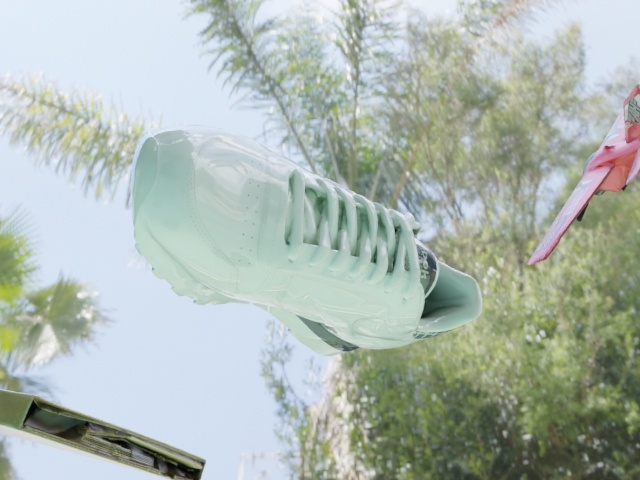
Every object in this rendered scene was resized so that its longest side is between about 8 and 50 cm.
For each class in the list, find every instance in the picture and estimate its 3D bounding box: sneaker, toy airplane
[{"bbox_3d":[0.000,0.000,0.468,0.095,0.090,0.235,-2,-18,32],"label":"sneaker"},{"bbox_3d":[0.167,-0.050,0.507,0.028,0.151,0.151,32,-58,11],"label":"toy airplane"}]

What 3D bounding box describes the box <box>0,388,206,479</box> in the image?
[{"bbox_3d":[-0.195,0.108,0.566,0.201,0.021,0.164,6,-20,30],"label":"box"}]
